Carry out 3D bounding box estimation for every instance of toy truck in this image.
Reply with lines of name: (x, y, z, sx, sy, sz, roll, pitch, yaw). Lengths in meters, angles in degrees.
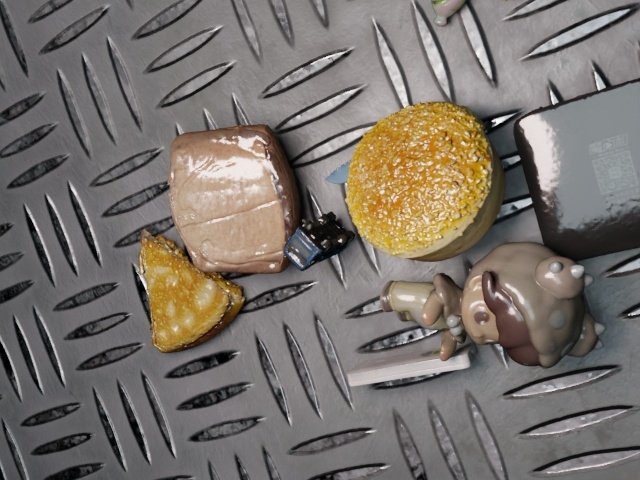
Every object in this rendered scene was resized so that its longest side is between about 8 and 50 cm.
toy truck: (0.000, 0.000, 1.317, 0.074, 0.202, 0.088, 46, 114, 10)

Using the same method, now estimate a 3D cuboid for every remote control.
remote control: (0.180, 0.246, 1.333, 0.250, 0.103, 0.034, -15, 89, 22)

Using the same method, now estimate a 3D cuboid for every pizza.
pizza: (-0.332, 0.135, 1.538, 0.288, 0.074, 0.251, 38, 108, 14)

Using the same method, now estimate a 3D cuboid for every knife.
knife: (0.140, -0.185, 1.338, 0.313, 0.019, 0.044, -28, 79, 23)

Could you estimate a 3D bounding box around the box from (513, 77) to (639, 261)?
box: (0.510, -0.122, 1.168, 0.290, 0.073, 0.289, -16, 92, 22)

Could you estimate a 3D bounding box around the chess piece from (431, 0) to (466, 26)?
chess piece: (0.251, -0.520, 1.201, 0.139, 0.139, 0.271, 23, 115, 18)

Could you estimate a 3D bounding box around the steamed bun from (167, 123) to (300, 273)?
steamed bun: (-0.166, -0.086, 1.385, 0.251, 0.199, 0.301, -7, 105, 6)

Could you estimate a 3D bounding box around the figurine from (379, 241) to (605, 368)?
figurine: (0.304, 0.116, 1.219, 0.380, 0.203, 0.248, -3, 131, 32)

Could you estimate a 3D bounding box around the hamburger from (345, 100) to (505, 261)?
hamburger: (0.179, -0.103, 1.197, 0.302, 0.170, 0.302, -22, 54, 33)
